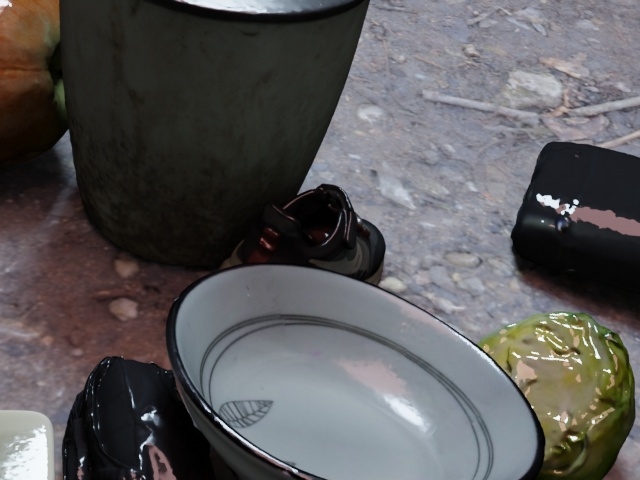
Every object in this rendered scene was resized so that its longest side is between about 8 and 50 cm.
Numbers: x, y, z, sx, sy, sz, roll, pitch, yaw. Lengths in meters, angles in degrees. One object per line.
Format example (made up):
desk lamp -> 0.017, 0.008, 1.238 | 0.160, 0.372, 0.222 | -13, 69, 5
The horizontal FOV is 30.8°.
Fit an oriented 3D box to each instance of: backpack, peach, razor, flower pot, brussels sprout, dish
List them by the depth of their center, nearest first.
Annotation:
backpack -> -0.142, 0.169, 0.904 | 0.106, 0.120, 0.165 | 22, 34, -26
dish -> 0.016, 0.143, 0.925 | 0.316, 0.106, 0.316 | 17, 26, -9
brussels sprout -> 0.209, 0.147, 1.035 | 0.151, 0.122, 0.149 | -43, 50, -10
flower pot -> -0.115, -0.157, 1.127 | 0.293, 0.330, 0.293 | 9, 38, -7
peach -> -0.363, -0.172, 1.179 | 0.235, 0.214, 0.214 | 0, 37, 14
razor -> 0.379, -0.003, 1.270 | 0.327, 0.107, 0.189 | 20, 41, 6

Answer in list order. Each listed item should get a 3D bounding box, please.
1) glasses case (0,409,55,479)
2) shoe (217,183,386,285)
glasses case -> -0.248, 0.254, 0.799 | 0.131, 0.070, 0.313 | 2, 41, -15
shoe -> 0.000, 0.000, 1.128 | 0.099, 0.112, 0.227 | 37, 34, 24
